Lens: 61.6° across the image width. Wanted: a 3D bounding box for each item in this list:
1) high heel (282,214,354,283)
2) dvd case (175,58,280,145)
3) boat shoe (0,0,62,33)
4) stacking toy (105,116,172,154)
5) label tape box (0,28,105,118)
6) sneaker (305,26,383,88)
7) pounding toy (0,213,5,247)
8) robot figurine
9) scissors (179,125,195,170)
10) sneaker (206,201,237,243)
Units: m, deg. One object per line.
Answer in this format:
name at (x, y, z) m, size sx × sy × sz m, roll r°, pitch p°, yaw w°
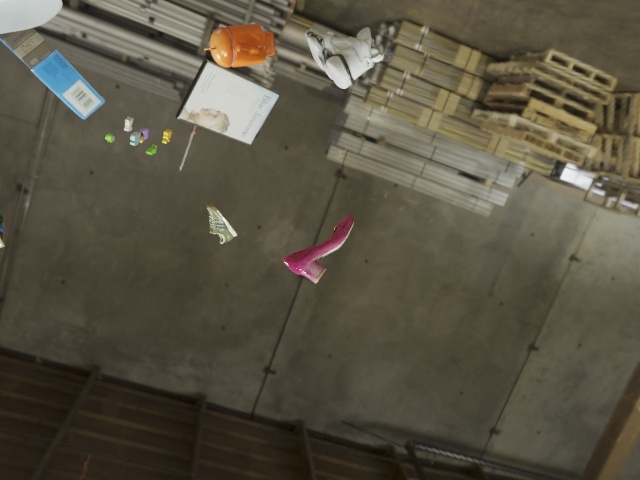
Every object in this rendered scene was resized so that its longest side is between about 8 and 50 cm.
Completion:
high heel at (0.000, 0.000, 1.529) m, size 0.117 × 0.244 × 0.082 m, roll 34°, pitch 162°, yaw 1°
dvd case at (-0.255, -0.377, 1.503) m, size 0.253 × 0.180 × 0.022 m, roll 13°, pitch -151°, yaw -43°
boat shoe at (-0.478, -0.336, 0.760) m, size 0.228 × 0.076 × 0.080 m, roll -14°, pitch 177°, yaw 14°
stacking toy at (-0.653, -0.380, 1.942) m, size 0.167 × 0.052 × 0.221 m, roll 17°, pitch -154°, yaw -3°
label tape box at (-0.905, -0.580, 1.799) m, size 0.333 × 0.106 × 0.240 m, roll 40°, pitch 171°, yaw 32°
sneaker at (0.092, -0.752, 2.106) m, size 0.366 × 0.210 × 0.137 m, roll 59°, pitch 178°, yaw 37°
pounding toy at (-0.879, -0.055, 1.362) m, size 0.094 × 0.181 × 0.206 m, roll -21°, pitch -141°, yaw -18°
robot figurine at (-0.257, -0.625, 1.720) m, size 0.219 × 0.128 × 0.158 m, roll -14°, pitch -113°, yaw -21°
scissors at (-0.411, -0.373, 1.766) m, size 0.021 × 0.297 × 0.109 m, roll 16°, pitch -172°, yaw -11°
sneaker at (-0.434, -0.065, 2.250) m, size 0.192 × 0.086 × 0.064 m, roll 56°, pitch 168°, yaw -32°
